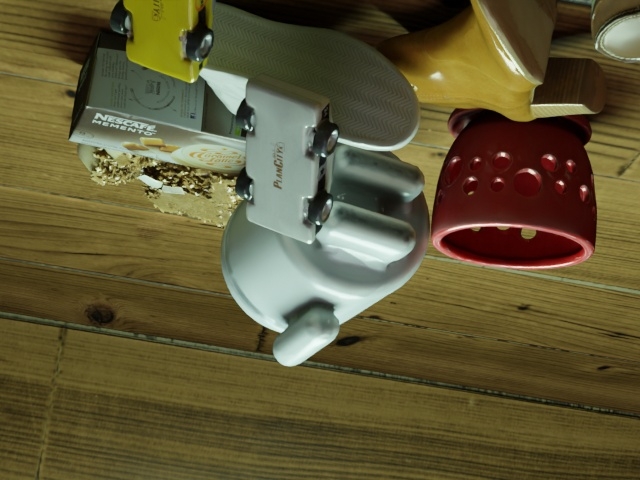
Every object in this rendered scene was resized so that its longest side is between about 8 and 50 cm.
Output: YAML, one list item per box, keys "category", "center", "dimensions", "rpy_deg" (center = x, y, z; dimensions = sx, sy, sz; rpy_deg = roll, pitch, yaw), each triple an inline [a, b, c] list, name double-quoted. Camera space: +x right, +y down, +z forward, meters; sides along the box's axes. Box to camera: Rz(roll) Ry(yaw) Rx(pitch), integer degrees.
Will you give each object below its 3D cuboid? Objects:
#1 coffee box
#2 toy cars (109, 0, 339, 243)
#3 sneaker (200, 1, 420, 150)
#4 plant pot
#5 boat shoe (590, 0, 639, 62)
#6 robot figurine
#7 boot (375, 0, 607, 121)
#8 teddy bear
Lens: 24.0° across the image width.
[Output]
- category: "coffee box"
  center: [-0.164, -0.155, 1.793]
  dimensions: [0.246, 0.098, 0.141]
  rpy_deg: [12, 163, -16]
- category: "toy cars"
  center: [-0.082, -0.174, 1.485]
  dimensions: [0.176, 0.087, 0.394]
  rpy_deg: [-16, 117, 44]
- category: "sneaker"
  center: [-0.010, -0.162, 1.634]
  dimensions: [0.292, 0.108, 0.169]
  rpy_deg: [26, 173, 19]
- category: "plant pot"
  center: [0.231, -0.070, 1.752]
  dimensions: [0.191, 0.174, 0.191]
  rpy_deg: [8, 164, 2]
- category: "boat shoe"
  center: [0.344, -0.209, 1.307]
  dimensions: [0.122, 0.120, 0.324]
  rpy_deg: [15, 163, -21]
- category: "robot figurine"
  center: [0.000, 0.000, 1.814]
  dimensions: [0.200, 0.300, 0.353]
  rpy_deg: [20, 158, -16]
- category: "boot"
  center: [0.141, -0.195, 1.504]
  dimensions: [0.211, 0.104, 0.295]
  rpy_deg: [4, 161, 34]
- category: "teddy bear"
  center: [-0.171, -0.100, 2.028]
  dimensions: [0.338, 0.113, 0.245]
  rpy_deg: [17, 157, -1]
